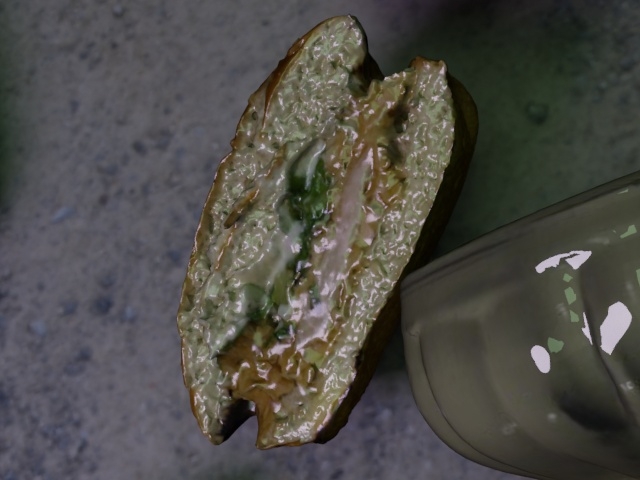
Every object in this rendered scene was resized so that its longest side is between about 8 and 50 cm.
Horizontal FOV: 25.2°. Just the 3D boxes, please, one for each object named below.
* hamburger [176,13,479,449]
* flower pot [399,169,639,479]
[{"bbox_3d":[0.000,0.000,0.930,0.144,0.156,0.283,24,99,8],"label":"hamburger"},{"bbox_3d":[0.215,0.085,0.806,0.307,0.307,0.244,-20,85,8],"label":"flower pot"}]
